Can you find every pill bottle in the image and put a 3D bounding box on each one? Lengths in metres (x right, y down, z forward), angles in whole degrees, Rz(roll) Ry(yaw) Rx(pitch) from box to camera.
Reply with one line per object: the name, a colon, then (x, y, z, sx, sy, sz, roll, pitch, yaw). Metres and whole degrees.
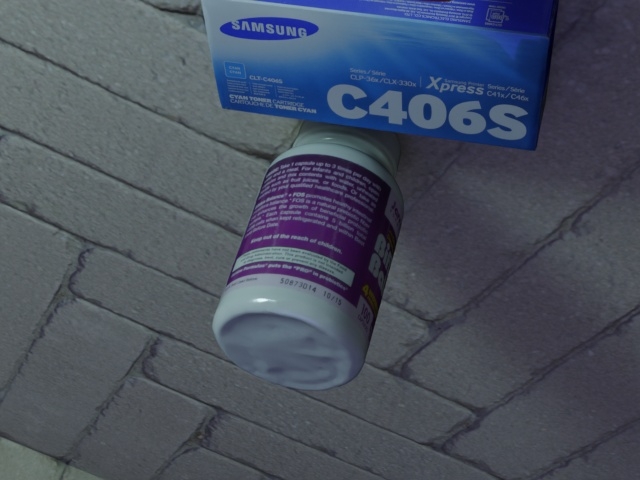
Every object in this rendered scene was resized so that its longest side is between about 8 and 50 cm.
pill bottle: (0.000, 0.000, 1.300, 0.169, 0.301, 0.169, 11, 145, 8)

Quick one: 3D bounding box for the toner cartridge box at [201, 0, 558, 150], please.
toner cartridge box: (0.061, -0.194, 1.209, 0.348, 0.075, 0.165, 9, 143, 12)
